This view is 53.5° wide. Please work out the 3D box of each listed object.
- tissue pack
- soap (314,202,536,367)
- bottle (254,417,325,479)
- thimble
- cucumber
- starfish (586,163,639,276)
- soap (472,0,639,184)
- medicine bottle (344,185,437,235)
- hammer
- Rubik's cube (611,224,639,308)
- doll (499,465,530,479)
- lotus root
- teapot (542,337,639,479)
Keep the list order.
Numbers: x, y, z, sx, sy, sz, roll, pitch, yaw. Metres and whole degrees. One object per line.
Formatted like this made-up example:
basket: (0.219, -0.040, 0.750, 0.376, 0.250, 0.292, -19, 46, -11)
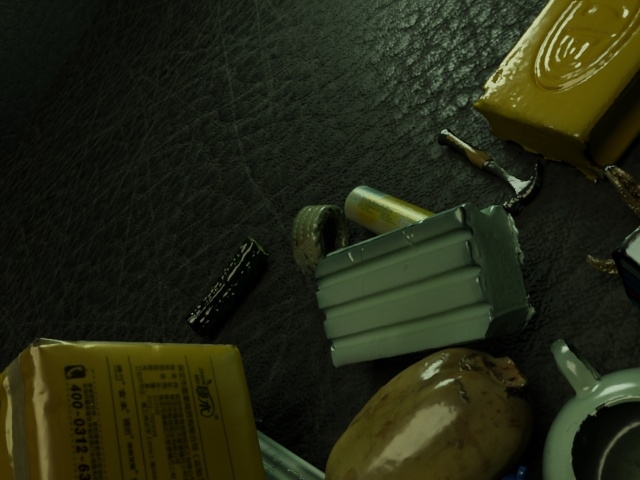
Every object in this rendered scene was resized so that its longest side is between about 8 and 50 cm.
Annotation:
tissue pack: (-0.214, 0.324, 0.710, 0.228, 0.293, 0.382, -34, 60, 37)
soap: (0.116, 0.059, 0.768, 0.261, 0.094, 0.150, -21, 79, 45)
bottle: (-0.062, 0.302, 0.834, 0.253, 0.080, 0.096, 13, 45, 47)
thimble: (0.000, 0.000, 0.981, 0.062, 0.084, 0.110, -2, 77, 46)
cucumber: (-0.160, 0.082, 1.095, 0.187, 0.058, 0.058, -53, 40, -1)
starfish: (0.394, -0.014, 0.652, 0.213, 0.057, 0.238, -46, 59, 15)
soap: (0.364, -0.251, 0.812, 0.324, 0.096, 0.204, -53, 41, 0)
medicine bottle: (0.121, -0.022, 0.899, 0.074, 0.074, 0.218, -56, 39, -3)
hammer: (0.233, -0.113, 0.893, 0.078, 0.021, 0.201, -47, 42, 7)
Rubik's cube: (0.378, 0.024, 0.508, 0.187, 0.184, 0.182, -48, 57, 8)
doll: (0.181, 0.281, 0.600, 0.057, 0.098, 0.143, 10, 96, 35)
lotus root: (0.102, 0.228, 0.678, 0.146, 0.160, 0.284, 43, 100, 7)
teapot: (0.285, 0.199, 0.541, 0.193, 0.129, 0.294, -39, 42, 14)
